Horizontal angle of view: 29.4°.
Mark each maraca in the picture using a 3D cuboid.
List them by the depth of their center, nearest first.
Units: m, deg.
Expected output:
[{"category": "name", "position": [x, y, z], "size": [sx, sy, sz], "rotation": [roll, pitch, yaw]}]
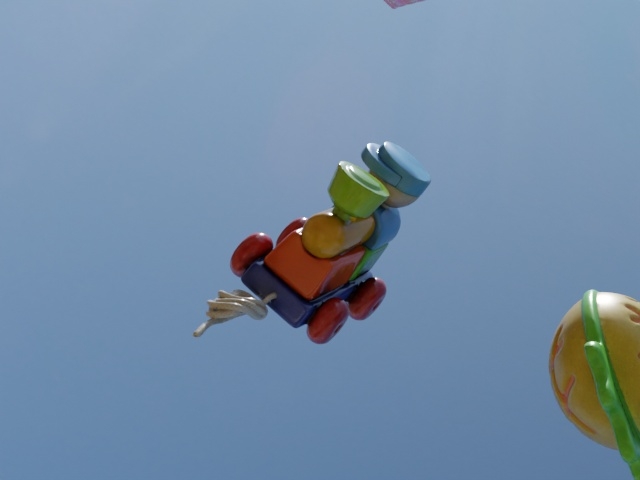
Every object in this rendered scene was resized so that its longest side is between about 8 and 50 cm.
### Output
[{"category": "maraca", "position": [0.219, 0.103, 0.899], "size": [0.099, 0.186, 0.127], "rotation": [-24, -83, 18]}]

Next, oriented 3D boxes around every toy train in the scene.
[{"category": "toy train", "position": [0.000, 0.000, 0.963], "size": [0.105, 0.248, 0.143], "rotation": [40, -68, 13]}]

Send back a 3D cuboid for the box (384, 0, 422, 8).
[{"category": "box", "position": [0.019, -0.314, 0.793], "size": [0.154, 0.142, 0.300], "rotation": [-44, -78, -2]}]
